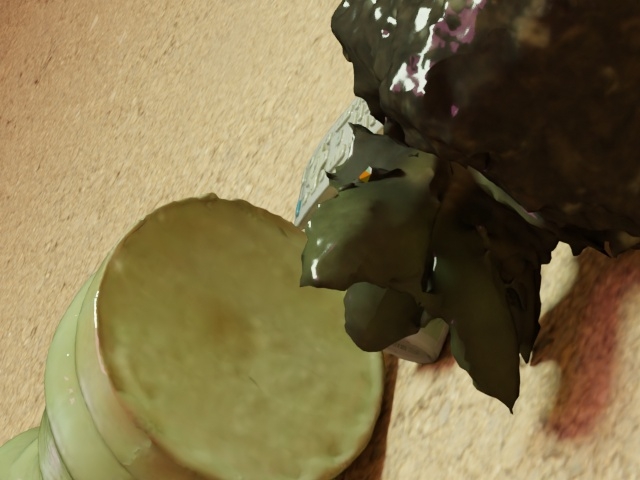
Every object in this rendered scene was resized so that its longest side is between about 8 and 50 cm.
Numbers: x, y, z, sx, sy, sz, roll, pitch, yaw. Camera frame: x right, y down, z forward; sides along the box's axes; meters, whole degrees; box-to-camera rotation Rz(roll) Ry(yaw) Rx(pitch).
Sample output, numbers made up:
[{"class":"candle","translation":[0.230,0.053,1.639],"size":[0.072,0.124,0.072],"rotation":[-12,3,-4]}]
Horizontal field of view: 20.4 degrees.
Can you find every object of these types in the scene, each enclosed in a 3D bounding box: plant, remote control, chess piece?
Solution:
[{"class":"plant","translation":[0.111,-0.071,1.010],"size":[0.312,0.215,0.213],"rotation":[-57,23,19]},{"class":"remote control","translation":[0.036,-0.080,1.453],"size":[0.229,0.044,0.073],"rotation":[131,152,-52]},{"class":"chess piece","translation":[-0.151,0.173,1.337],"size":[0.442,0.234,0.234],"rotation":[-47,24,46]}]

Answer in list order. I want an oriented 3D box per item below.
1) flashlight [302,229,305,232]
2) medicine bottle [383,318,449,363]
[{"class":"flashlight","translation":[0.000,0.000,1.460],"size":[0.083,0.018,0.018],"rotation":[-7,56,65]},{"class":"medicine bottle","translation":[0.088,-0.015,1.216],"size":[0.058,0.058,0.199],"rotation":[-15,49,63]}]
